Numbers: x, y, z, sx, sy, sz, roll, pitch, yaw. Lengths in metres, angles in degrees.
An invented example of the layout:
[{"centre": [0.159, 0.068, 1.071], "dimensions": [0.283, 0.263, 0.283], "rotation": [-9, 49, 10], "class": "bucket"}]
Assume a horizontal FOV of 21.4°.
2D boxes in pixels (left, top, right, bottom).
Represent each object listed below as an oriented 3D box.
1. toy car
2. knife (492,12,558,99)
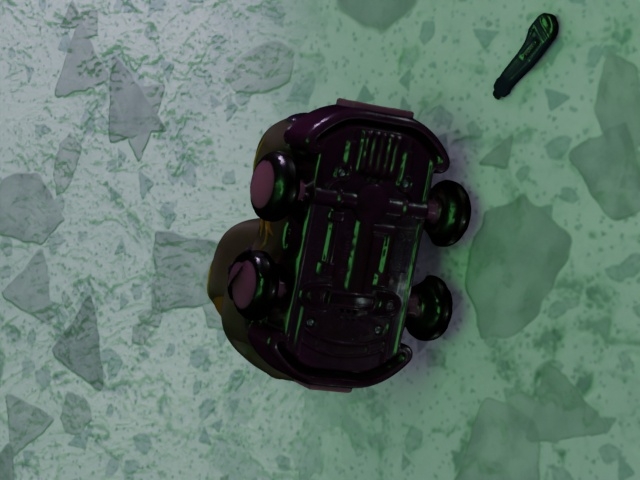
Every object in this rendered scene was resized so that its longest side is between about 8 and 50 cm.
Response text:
[{"centre": [0.000, 0.000, 1.977], "dimensions": [0.240, 0.271, 0.340], "rotation": [22, 101, 59], "class": "toy car"}, {"centre": [0.229, -0.206, 1.915], "dimensions": [0.031, 0.018, 0.121], "rotation": [50, 120, 21], "class": "knife"}]
